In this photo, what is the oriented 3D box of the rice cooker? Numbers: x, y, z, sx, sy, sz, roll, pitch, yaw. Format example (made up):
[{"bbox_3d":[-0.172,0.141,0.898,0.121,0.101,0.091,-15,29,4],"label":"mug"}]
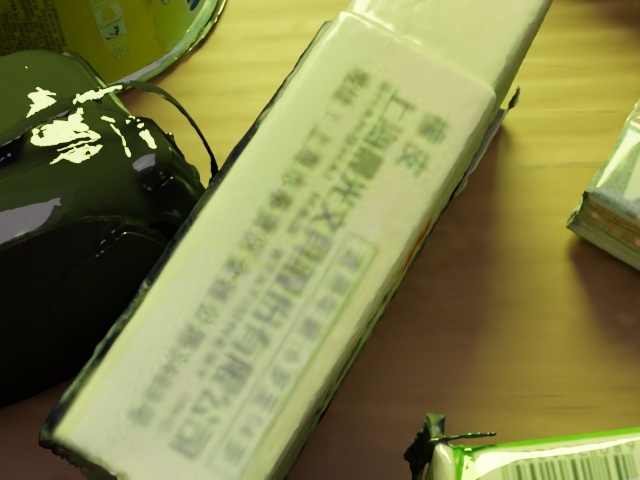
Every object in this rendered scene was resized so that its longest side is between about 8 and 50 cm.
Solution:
[{"bbox_3d":[-0.143,0.000,0.471,0.203,0.142,0.118,-34,63,-4],"label":"rice cooker"}]

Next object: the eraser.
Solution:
[{"bbox_3d":[0.000,0.000,0.478,0.086,0.130,0.287,29,70,10],"label":"eraser"}]

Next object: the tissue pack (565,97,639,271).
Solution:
[{"bbox_3d":[0.218,-0.020,0.520,0.155,0.065,0.115,31,72,12],"label":"tissue pack"}]

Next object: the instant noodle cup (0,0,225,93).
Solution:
[{"bbox_3d":[-0.151,-0.187,0.542,0.205,0.153,0.205,0,69,0],"label":"instant noodle cup"}]

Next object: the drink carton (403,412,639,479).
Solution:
[{"bbox_3d":[0.098,0.205,0.380,0.108,0.161,0.271,-4,66,-1],"label":"drink carton"}]
